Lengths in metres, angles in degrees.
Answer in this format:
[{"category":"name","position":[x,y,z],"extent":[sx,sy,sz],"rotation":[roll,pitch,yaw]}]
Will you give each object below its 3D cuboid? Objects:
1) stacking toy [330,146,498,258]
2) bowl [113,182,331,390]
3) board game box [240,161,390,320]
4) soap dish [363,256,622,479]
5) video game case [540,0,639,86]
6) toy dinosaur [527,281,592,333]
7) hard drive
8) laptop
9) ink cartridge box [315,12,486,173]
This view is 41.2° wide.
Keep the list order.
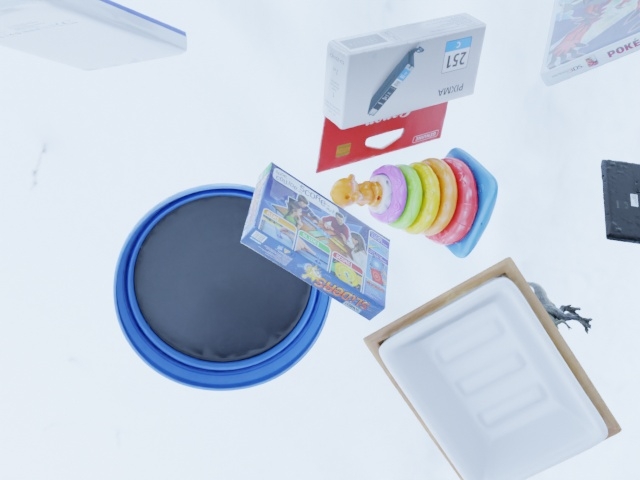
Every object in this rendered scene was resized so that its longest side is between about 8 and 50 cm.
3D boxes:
[{"category":"stacking toy","position":[0.144,-0.076,1.510],"extent":[0.302,0.165,0.175],"rotation":[2,121,-31]},{"category":"bowl","position":[-0.175,0.082,1.545],"extent":[0.392,0.077,0.390],"rotation":[-2,107,-6]},{"category":"board game box","position":[0.000,0.000,1.093],"extent":[0.201,0.136,0.035],"rotation":[33,127,-18]},{"category":"soap dish","position":[0.233,0.186,1.167],"extent":[0.229,0.118,0.290],"rotation":[-32,100,16]},{"category":"video game case","position":[0.344,-0.265,0.957],"extent":[0.184,0.201,0.023],"rotation":[-20,121,34]},{"category":"toy dinosaur","position":[0.498,0.158,1.795],"extent":[0.118,0.268,0.064],"rotation":[7,122,-2]},{"category":"hard drive","position":[-0.371,-0.310,1.239],"extent":[0.210,0.040,0.319],"rotation":[-4,178,24]},{"category":"laptop","position":[0.648,-0.017,1.588],"extent":[0.265,0.234,0.136],"rotation":[8,133,7]},{"category":"ink cartridge box","position":[0.139,-0.244,1.483],"extent":[0.066,0.296,0.261],"rotation":[45,142,39]}]
